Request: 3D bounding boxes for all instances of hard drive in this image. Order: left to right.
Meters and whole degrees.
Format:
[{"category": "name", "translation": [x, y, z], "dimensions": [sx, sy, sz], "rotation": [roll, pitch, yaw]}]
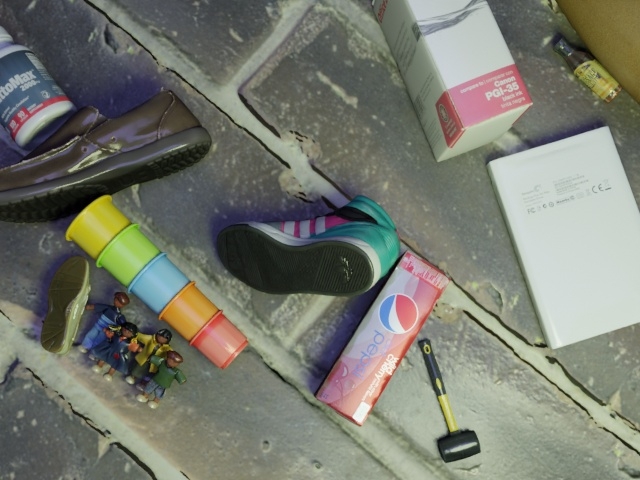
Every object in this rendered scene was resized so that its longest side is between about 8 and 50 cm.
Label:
[{"category": "hard drive", "translation": [0.407, -0.006, 1.414], "dimensions": [0.203, 0.040, 0.308], "rotation": [-17, 83, -3]}]

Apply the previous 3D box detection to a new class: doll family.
[{"category": "doll family", "translation": [-0.282, 0.159, 1.357], "dimensions": [0.193, 0.076, 0.111], "rotation": [31, 102, -2]}]

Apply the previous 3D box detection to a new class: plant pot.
[{"category": "plant pot", "translation": [0.497, -0.353, 1.384], "dimensions": [0.237, 0.237, 0.254], "rotation": [-45, 70, -6]}]

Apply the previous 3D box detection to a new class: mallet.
[{"category": "mallet", "translation": [0.181, 0.248, 1.380], "dimensions": [0.062, 0.039, 0.190], "rotation": [-25, 79, -2]}]

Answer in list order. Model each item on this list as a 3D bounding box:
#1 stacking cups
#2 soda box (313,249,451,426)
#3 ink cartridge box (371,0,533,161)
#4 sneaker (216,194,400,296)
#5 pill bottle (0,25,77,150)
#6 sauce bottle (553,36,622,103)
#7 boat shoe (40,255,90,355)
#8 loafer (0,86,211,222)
[{"category": "stacking cups", "translation": [-0.247, 0.074, 1.364], "dimensions": [0.096, 0.096, 0.316], "rotation": [-44, 87, -6]}, {"category": "soda box", "translation": [0.093, 0.147, 1.359], "dimensions": [0.083, 0.092, 0.263], "rotation": [33, 83, 3]}, {"category": "ink cartridge box", "translation": [0.191, -0.287, 1.362], "dimensions": [0.117, 0.207, 0.283], "rotation": [-21, 84, -5]}, {"category": "sneaker", "translation": [0.000, 0.000, 1.367], "dimensions": [0.295, 0.178, 0.124], "rotation": [8, 113, 35]}, {"category": "pill bottle", "translation": [-0.473, -0.239, 1.392], "dimensions": [0.108, 0.108, 0.180], "rotation": [-39, 84, -6]}, {"category": "sauce bottle", "translation": [0.431, -0.277, 1.451], "dimensions": [0.128, 0.042, 0.042], "rotation": [42, 83, 6]}, {"category": "boat shoe", "translation": [-0.388, 0.100, 1.384], "dimensions": [0.056, 0.048, 0.153], "rotation": [6, 75, 12]}, {"category": "loafer", "translation": [-0.356, -0.132, 1.379], "dimensions": [0.365, 0.134, 0.130], "rotation": [-20, 79, -14]}]
